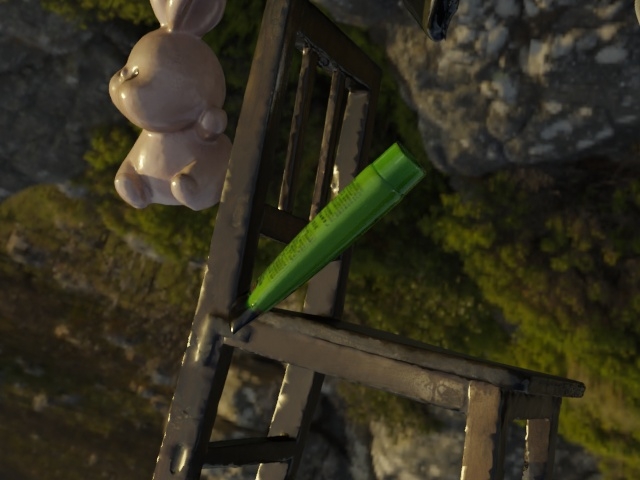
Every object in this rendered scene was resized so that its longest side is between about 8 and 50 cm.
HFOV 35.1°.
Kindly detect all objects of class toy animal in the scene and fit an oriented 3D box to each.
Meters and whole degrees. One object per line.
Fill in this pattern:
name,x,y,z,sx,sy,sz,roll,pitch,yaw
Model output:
toy animal,-0.132,-0.136,0.863,0.124,0.124,0.212,1,111,18

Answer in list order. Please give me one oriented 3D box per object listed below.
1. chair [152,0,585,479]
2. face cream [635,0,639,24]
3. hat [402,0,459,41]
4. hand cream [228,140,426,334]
chair,0.057,0.070,0.676,0.240,0.416,0.203,13,177,26
face cream,0.466,-0.292,1.282,0.104,0.117,0.117,-27,140,4
hat,0.088,-0.356,0.712,0.382,0.257,0.366,-23,122,28
hand cream,0.000,0.000,0.498,0.122,0.036,0.023,-42,103,12
